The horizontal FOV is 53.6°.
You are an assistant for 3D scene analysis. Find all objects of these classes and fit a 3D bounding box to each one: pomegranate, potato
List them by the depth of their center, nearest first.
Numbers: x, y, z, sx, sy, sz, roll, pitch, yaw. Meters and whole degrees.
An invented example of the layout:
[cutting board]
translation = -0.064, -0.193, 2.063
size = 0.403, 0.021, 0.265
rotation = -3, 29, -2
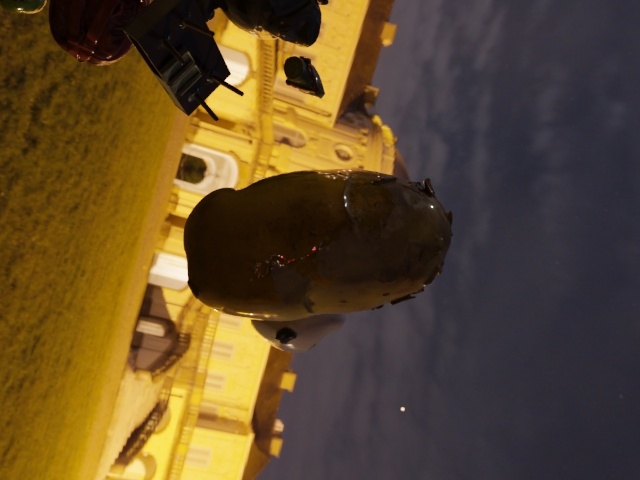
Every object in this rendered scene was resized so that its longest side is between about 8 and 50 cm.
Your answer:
[potato]
translation = 0.000, 0.000, 0.712
size = 0.140, 0.300, 0.173
rotation = 99, -18, -60
[pomegranate]
translation = -0.877, -0.725, 1.809
size = 0.122, 0.169, 0.143
rotation = -128, -133, -75

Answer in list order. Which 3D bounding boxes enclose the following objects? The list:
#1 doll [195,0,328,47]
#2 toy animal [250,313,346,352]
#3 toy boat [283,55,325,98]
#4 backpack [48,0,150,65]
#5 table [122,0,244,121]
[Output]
[doll]
translation = -0.131, -0.519, 1.132
size = 0.378, 0.382, 0.252
rotation = 69, 44, -80
[toy animal]
translation = -0.027, 0.076, 0.928
size = 0.166, 0.138, 0.179
rotation = -4, -123, 57
[toy boat]
translation = -0.048, -0.424, 1.620
size = 0.089, 0.071, 0.185
rotation = -46, -136, 15
[backpack]
translation = -0.489, -0.493, 1.389
size = 0.139, 0.229, 0.229
rotation = -110, -142, -78
[table]
translation = -0.220, -0.309, 1.110
size = 0.121, 0.111, 0.240
rotation = -47, 162, -7
